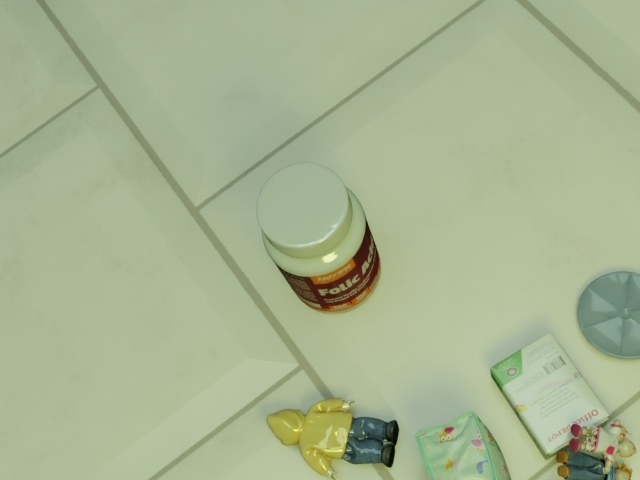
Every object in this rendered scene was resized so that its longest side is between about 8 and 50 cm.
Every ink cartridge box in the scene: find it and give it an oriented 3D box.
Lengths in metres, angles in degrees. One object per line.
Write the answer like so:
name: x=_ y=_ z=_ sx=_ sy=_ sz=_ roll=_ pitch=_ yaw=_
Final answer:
ink cartridge box: x=0.477 y=0.326 z=1.843 sx=0.154 sy=0.093 sz=0.212 roll=-31 pitch=64 yaw=-2

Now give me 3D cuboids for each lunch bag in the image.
lunch bag: x=0.303 y=0.495 z=1.740 sx=0.160 sy=0.223 sz=0.262 roll=-23 pitch=67 yaw=8

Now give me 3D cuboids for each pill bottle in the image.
pill bottle: x=0.000 y=0.000 z=1.911 sx=0.224 sy=0.392 sz=0.224 roll=-4 pitch=68 yaw=10

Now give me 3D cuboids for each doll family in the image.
doll family: x=0.543 y=0.486 z=1.744 sx=0.163 sy=0.118 sz=0.263 roll=16 pitch=72 yaw=-14

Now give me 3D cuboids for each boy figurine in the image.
boy figurine: x=0.020 y=0.426 z=1.900 sx=0.285 sy=0.092 sz=0.177 roll=4 pitch=69 yaw=14

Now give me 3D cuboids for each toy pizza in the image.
toy pizza: x=0.658 y=0.164 z=1.905 sx=0.201 sy=0.032 sz=0.201 roll=-5 pitch=66 yaw=11
